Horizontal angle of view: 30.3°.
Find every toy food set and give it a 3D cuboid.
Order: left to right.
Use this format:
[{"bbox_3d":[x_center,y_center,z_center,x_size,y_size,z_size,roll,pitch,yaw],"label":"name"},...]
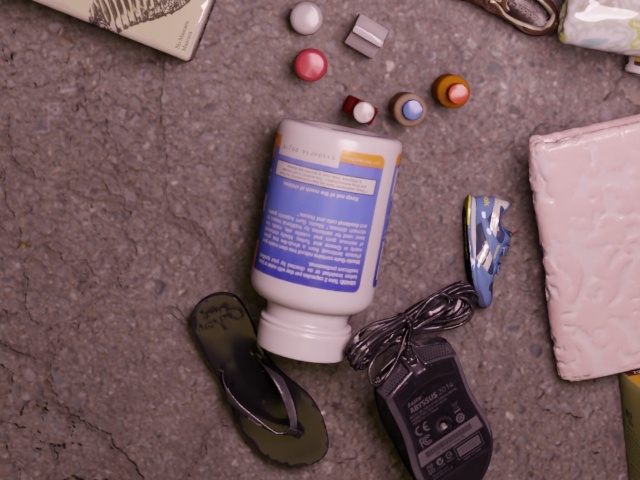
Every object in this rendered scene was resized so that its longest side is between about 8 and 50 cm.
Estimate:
[{"bbox_3d":[0.058,-0.198,1.400,0.232,0.104,0.111,30,97,-6],"label":"toy food set"}]

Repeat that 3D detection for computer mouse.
[{"bbox_3d":[0.134,0.192,1.468,0.188,0.072,0.272,-26,112,-19],"label":"computer mouse"}]

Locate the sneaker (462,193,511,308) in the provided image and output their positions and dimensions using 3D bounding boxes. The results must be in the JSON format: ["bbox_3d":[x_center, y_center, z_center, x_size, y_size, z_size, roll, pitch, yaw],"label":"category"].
[{"bbox_3d":[0.209,0.014,1.467,0.059,0.053,0.144,-4,100,-4],"label":"sneaker"}]

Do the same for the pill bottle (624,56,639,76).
[{"bbox_3d":[0.415,-0.251,1.425,0.065,0.065,0.116,16,99,-5],"label":"pill bottle"}]

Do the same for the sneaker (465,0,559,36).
[{"bbox_3d":[0.204,-0.304,1.405,0.188,0.071,0.066,26,98,-6],"label":"sneaker"}]

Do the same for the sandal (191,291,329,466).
[{"bbox_3d":[-0.082,0.184,1.481,0.097,0.054,0.254,-35,99,3],"label":"sandal"}]

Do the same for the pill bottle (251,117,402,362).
[{"bbox_3d":[0.000,0.000,1.406,0.152,0.152,0.272,11,98,-4],"label":"pill bottle"}]

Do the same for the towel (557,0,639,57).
[{"bbox_3d":[0.454,-0.383,1.359,0.320,0.090,0.375,8,86,2],"label":"towel"}]

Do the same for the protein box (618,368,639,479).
[{"bbox_3d":[0.465,0.265,1.441,0.135,0.200,0.201,-8,99,-1],"label":"protein box"}]

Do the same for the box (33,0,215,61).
[{"bbox_3d":[-0.260,-0.307,1.376,0.275,0.094,0.113,20,98,-6],"label":"box"}]

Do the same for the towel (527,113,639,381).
[{"bbox_3d":[0.420,-0.005,1.434,0.316,0.053,0.332,-14,115,-1],"label":"towel"}]
